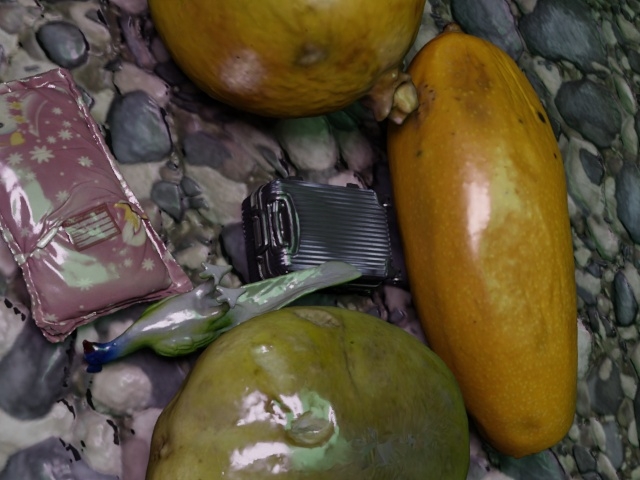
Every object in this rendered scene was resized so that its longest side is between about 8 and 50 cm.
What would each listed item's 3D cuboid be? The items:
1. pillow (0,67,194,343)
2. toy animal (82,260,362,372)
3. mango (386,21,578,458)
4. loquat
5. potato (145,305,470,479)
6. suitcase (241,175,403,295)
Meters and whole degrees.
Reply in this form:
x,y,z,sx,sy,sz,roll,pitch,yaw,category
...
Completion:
x,y,z,sx,sy,sz,roll,pitch,yaw,category
-0.174,-0.025,0.718,0.118,0.043,0.185,-26,85,-40,pillow
-0.054,0.038,0.727,0.217,0.075,0.041,-20,67,-26,toy animal
0.137,-0.003,0.884,0.187,0.144,0.359,27,53,-67,mango
-0.012,-0.184,0.802,0.246,0.213,0.213,47,48,-6,loquat
-0.001,0.140,0.715,0.228,0.149,0.197,25,80,-37,potato
0.000,0.000,0.839,0.126,0.059,0.086,5,68,-35,suitcase
